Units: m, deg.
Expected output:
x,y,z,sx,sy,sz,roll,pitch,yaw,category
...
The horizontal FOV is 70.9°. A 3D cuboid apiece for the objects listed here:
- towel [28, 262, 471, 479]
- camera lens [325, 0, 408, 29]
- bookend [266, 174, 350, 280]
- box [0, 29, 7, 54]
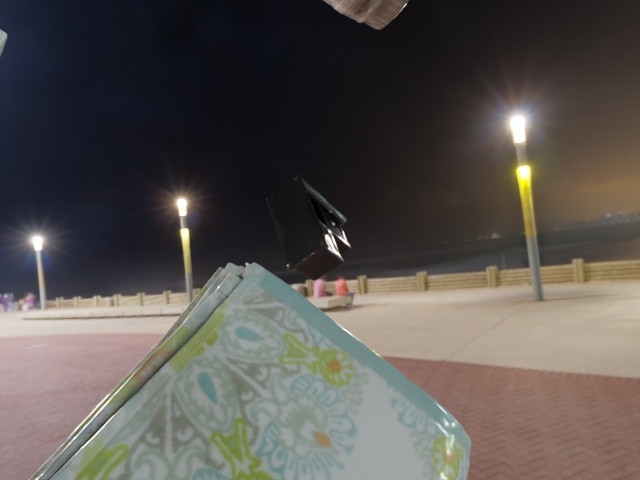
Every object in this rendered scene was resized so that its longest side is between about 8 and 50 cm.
x,y,z,sx,sy,sz,roll,pitch,yaw,category
-0.033,0.228,0.437,0.320,0.374,0.090,-53,1,-43,towel
0.033,-0.494,0.694,0.274,0.219,0.219,26,-14,-18,camera lens
0.000,0.000,0.745,0.072,0.157,0.156,-34,-41,16,bookend
-0.253,-0.083,0.253,0.087,0.101,0.102,26,-55,-38,box
